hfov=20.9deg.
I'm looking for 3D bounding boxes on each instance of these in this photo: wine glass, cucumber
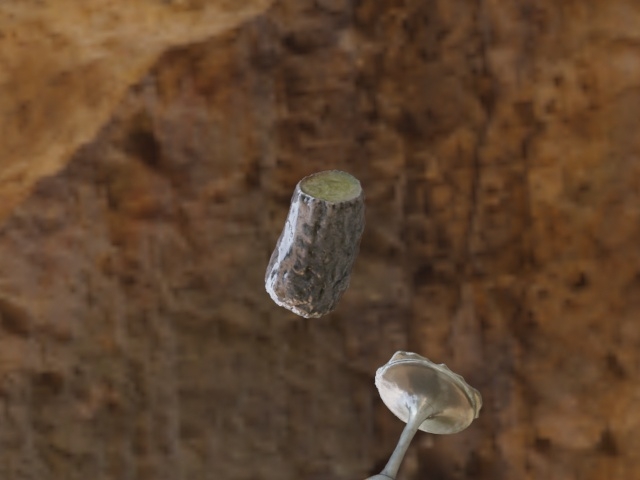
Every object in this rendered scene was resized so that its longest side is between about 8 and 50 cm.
[{"bbox_3d":[0.058,0.183,1.383,0.183,0.122,0.122,-59,-37,-39],"label":"wine glass"},{"bbox_3d":[-0.001,0.001,1.304,0.064,0.064,0.112,-68,-3,-53],"label":"cucumber"}]
